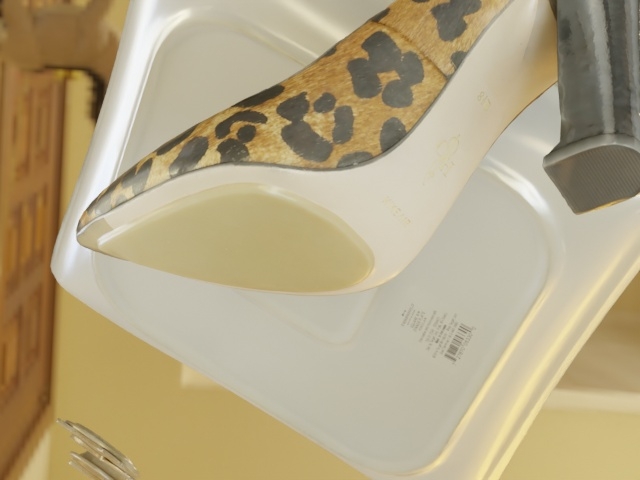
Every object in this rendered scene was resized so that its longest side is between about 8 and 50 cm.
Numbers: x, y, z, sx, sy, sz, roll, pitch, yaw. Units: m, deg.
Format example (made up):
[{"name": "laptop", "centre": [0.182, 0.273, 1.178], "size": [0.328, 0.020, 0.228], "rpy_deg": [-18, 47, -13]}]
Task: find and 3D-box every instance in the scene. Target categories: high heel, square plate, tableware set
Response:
[{"name": "high heel", "centre": [0.019, -0.074, 0.676], "size": [0.261, 0.186, 0.093], "rpy_deg": [-10, 138, 20]}, {"name": "square plate", "centre": [0.000, 0.000, 0.923], "size": [0.344, 0.347, 0.049], "rpy_deg": [31, -138, 7]}, {"name": "tableware set", "centre": [-0.122, 0.178, 1.052], "size": [0.141, 0.020, 0.169], "rpy_deg": [34, 165, 9]}]
